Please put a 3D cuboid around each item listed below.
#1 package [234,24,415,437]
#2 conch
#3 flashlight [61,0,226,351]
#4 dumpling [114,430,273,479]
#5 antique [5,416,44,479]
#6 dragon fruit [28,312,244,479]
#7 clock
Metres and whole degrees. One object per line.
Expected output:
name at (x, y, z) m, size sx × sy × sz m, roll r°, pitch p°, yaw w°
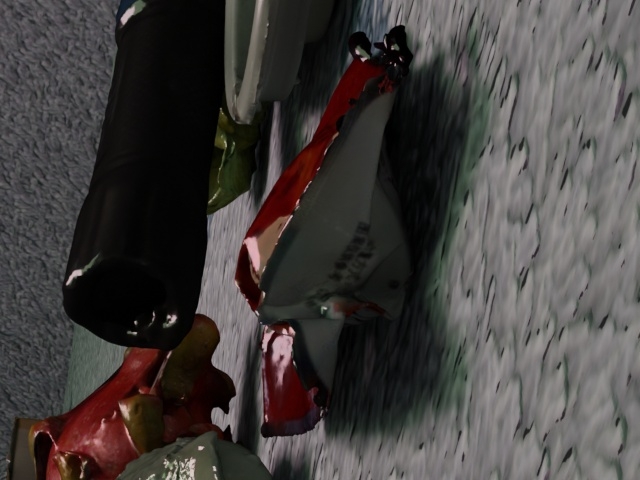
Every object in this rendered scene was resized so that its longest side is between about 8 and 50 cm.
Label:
package at (0.000, 0.000, 0.853) m, size 0.269 × 0.071 × 0.194 m, roll -167°, pitch 97°, yaw -84°
conch at (-0.078, -0.058, 1.293) m, size 0.121 × 0.074 × 0.089 m, roll -34°, pitch 37°, yaw 24°
flashlight at (-0.089, -0.112, 1.215) m, size 0.103 × 0.103 × 0.424 m, roll 106°, pitch 171°, yaw -47°
dumpling at (-0.079, 0.186, 1.079) m, size 0.219 × 0.108 × 0.153 m, roll 109°, pitch 164°, yaw -61°
antique at (-0.177, 0.224, 1.497) m, size 0.147 × 0.151 × 0.148 m, roll 108°, pitch 166°, yaw -50°
dragon fruit at (-0.110, 0.133, 1.238) m, size 0.133 × 0.150 × 0.208 m, roll -7°, pitch -70°, yaw -67°
clock at (-0.018, -0.180, 1.089) m, size 0.236 × 0.053 × 0.236 m, roll -175°, pitch 90°, yaw -83°
